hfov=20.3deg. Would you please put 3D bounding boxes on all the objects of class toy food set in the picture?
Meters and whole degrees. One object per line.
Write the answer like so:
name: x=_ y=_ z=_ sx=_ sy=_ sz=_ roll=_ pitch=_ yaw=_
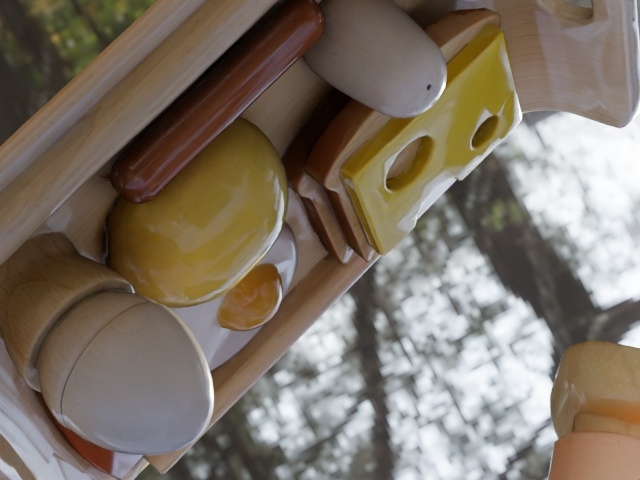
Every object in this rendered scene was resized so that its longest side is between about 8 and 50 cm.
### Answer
toy food set: x=0.000 y=0.000 z=0.630 sx=0.306 sy=0.092 sz=0.220 roll=-44 pitch=153 yaw=-10

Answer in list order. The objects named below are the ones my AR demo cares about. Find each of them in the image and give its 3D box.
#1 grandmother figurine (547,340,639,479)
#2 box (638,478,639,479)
grandmother figurine: x=0.092 y=0.197 z=0.495 sx=0.208 sy=0.104 sz=0.342 roll=-3 pitch=-124 yaw=37
box: x=0.132 y=0.050 z=0.334 sx=0.130 sy=0.091 sz=0.170 roll=-43 pitch=174 yaw=-2
